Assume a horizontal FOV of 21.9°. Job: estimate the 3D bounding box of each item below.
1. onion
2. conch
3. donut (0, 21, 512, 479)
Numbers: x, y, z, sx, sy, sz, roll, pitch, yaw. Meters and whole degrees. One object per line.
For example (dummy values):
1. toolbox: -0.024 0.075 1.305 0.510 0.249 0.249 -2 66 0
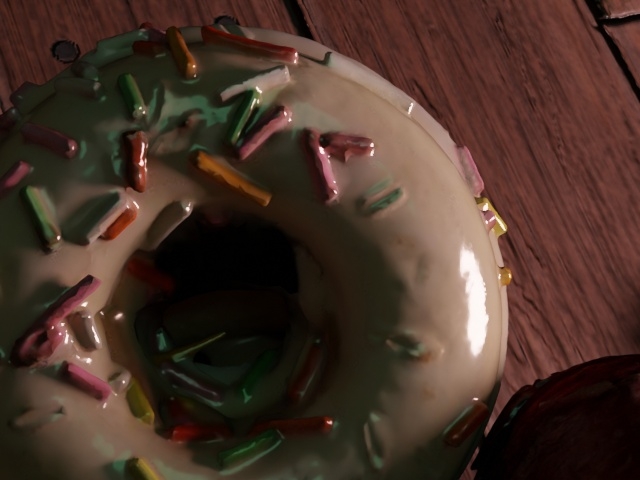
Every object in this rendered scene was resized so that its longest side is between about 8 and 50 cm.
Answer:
1. onion: 0.212 0.193 1.046 0.281 0.281 0.221 -11 49 -21
2. conch: -0.077 0.062 1.137 0.330 0.093 0.109 -21 92 -4
3. donut: -0.059 0.047 1.021 0.383 0.142 0.382 0 91 -6
